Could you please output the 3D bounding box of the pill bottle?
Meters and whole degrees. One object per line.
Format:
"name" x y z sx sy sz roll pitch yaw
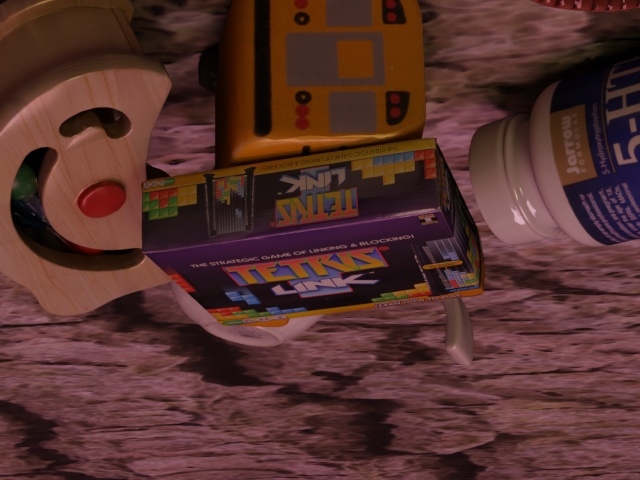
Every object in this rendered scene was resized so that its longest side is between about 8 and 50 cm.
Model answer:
"pill bottle" 0.194 -0.057 0.914 0.186 0.112 0.112 -16 154 33

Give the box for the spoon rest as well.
"spoon rest" 0.000 0.050 1.258 0.276 0.084 0.137 6 161 21

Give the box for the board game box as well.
"board game box" 0.000 0.000 0.847 0.170 0.048 0.141 -8 159 14

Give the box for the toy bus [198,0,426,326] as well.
"toy bus" -0.012 -0.041 0.956 0.130 0.108 0.333 -2 158 -2

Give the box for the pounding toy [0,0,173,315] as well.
"pounding toy" -0.165 -0.086 0.868 0.154 0.155 0.269 -31 146 4

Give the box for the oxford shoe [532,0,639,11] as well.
"oxford shoe" 0.051 -0.174 0.659 0.348 0.123 0.130 1 -166 -21
